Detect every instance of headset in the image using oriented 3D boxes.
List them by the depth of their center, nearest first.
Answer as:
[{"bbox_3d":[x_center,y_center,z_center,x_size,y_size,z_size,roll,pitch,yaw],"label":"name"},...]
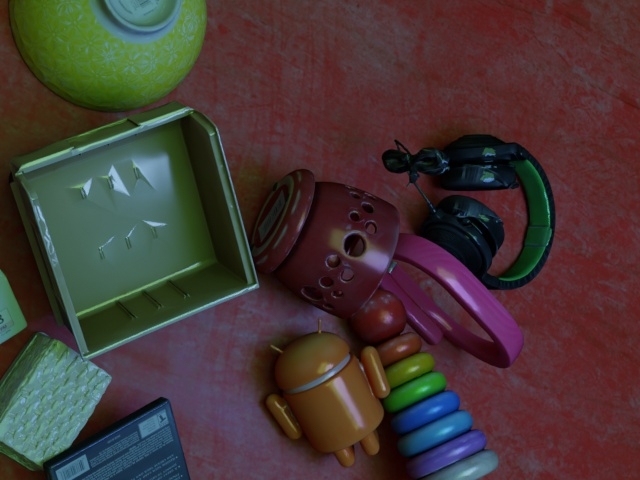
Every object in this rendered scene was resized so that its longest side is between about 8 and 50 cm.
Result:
[{"bbox_3d":[0.257,-0.064,1.956,0.394,0.185,0.244,23,75,-36],"label":"headset"}]

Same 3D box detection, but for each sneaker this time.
[{"bbox_3d":[-0.295,-0.055,1.716,0.286,0.109,0.130,5,93,-23],"label":"sneaker"}]

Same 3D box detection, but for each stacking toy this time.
[{"bbox_3d":[0.147,0.226,1.884,0.141,0.141,0.330,-18,78,-28],"label":"stacking toy"}]

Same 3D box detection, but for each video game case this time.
[{"bbox_3d":[-0.260,0.379,1.680,0.196,0.026,0.274,-27,117,-35],"label":"video game case"}]

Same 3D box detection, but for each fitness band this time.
[{"bbox_3d":[0.193,0.095,1.895,0.291,0.209,0.054,44,67,-18],"label":"fitness band"}]

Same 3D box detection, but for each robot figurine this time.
[{"bbox_3d":[0.015,0.230,1.837,0.128,0.158,0.219,-39,104,-44],"label":"robot figurine"}]

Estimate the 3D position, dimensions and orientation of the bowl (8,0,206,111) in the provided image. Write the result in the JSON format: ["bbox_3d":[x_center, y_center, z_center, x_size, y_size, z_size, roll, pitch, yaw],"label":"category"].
[{"bbox_3d":[-0.277,-0.333,1.713,0.289,0.156,0.290,2,86,-28],"label":"bowl"}]

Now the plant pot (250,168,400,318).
[{"bbox_3d":[0.000,0.000,1.814,0.174,0.191,0.191,24,75,-19],"label":"plant pot"}]

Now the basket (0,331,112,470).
[{"bbox_3d":[-0.374,0.219,1.647,0.113,0.103,0.167,38,70,-20],"label":"basket"}]

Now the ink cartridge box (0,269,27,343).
[{"bbox_3d":[-0.505,0.065,1.569,0.189,0.066,0.232,-34,132,-25],"label":"ink cartridge box"}]

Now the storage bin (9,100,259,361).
[{"bbox_3d":[-0.250,-0.021,1.631,0.262,0.123,0.260,-23,116,-21],"label":"storage bin"}]
